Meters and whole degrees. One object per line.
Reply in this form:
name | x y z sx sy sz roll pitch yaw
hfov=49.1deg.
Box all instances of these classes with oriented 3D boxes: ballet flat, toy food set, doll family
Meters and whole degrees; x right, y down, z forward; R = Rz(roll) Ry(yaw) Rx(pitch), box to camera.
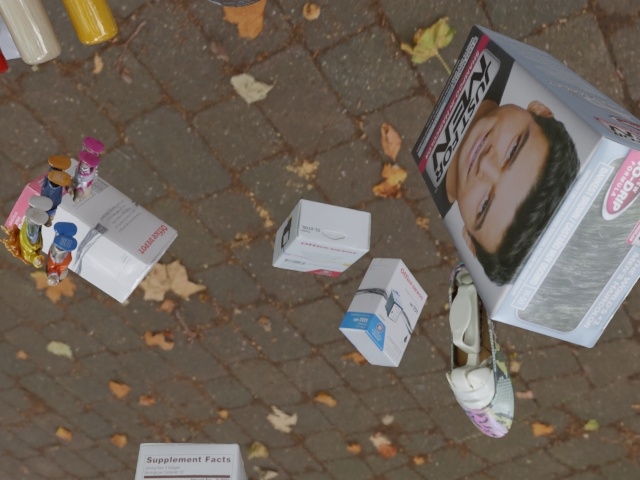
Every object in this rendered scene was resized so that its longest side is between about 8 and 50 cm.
ballet flat | 0.185 0.133 0.858 0.076 0.222 0.079 -9 173 36
toy food set | -0.328 -0.228 0.697 0.232 0.111 0.105 2 123 31
doll family | -0.441 -0.051 1.136 0.118 0.263 0.163 18 145 -18

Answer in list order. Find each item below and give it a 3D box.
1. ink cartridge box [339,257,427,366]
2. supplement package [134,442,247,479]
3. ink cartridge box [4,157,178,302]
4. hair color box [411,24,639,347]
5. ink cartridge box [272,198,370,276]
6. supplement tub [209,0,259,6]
ink cartridge box | 0.139 0.153 1.511 0.082 0.191 0.140 0 140 43
supplement package | -0.132 0.306 0.697 0.105 0.179 0.105 -1 142 1
ink cartridge box | -0.467 -0.024 1.460 0.283 0.207 0.117 36 110 -7
hair color box | 0.216 -0.083 0.742 0.113 0.375 0.186 17 117 -15
ink cartridge box | 0.000 0.000 1.219 0.127 0.073 0.175 11 160 -14
supplement tub | -0.078 -0.242 0.540 0.105 0.198 0.106 0 103 1
